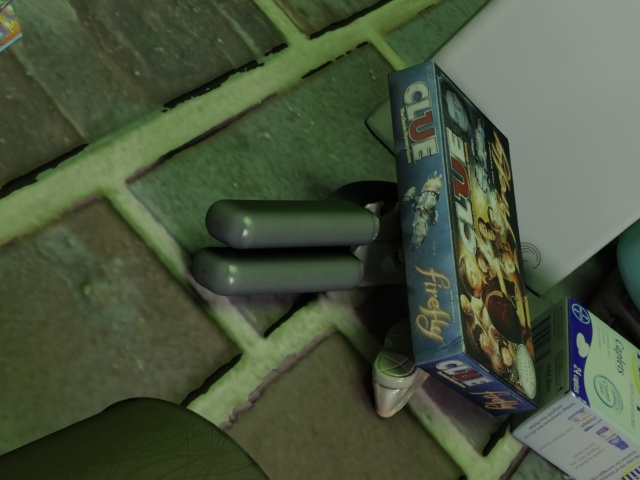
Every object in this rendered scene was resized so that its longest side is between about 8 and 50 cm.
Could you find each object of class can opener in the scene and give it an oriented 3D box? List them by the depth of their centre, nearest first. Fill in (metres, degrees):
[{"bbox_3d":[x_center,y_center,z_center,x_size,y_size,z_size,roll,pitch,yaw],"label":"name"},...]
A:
[{"bbox_3d":[0.000,0.000,1.184,0.093,0.074,0.280,25,17,32],"label":"can opener"}]

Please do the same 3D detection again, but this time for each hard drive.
[{"bbox_3d":[0.237,-0.136,1.330,0.233,0.353,0.047,45,32,-5],"label":"hard drive"}]

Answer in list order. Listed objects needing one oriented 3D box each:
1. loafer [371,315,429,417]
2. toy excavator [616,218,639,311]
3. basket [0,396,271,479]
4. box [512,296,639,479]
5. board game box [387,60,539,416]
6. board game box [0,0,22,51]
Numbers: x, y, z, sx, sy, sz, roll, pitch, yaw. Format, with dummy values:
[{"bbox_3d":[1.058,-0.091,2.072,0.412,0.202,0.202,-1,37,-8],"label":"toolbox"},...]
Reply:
[{"bbox_3d":[0.066,0.095,1.180,0.045,0.039,0.125,18,24,16],"label":"loafer"},{"bbox_3d":[0.388,0.071,1.376,0.445,0.222,0.433,4,50,-54],"label":"toy excavator"},{"bbox_3d":[-0.139,0.182,0.726,0.204,0.154,0.227,42,31,28],"label":"basket"},{"bbox_3d":[0.234,0.139,1.292,0.137,0.072,0.126,36,34,-19],"label":"box"},{"bbox_3d":[0.114,0.001,1.212,0.165,0.042,0.243,35,46,-56],"label":"board game box"},{"bbox_3d":[-0.275,-0.181,1.070,0.133,0.033,0.169,44,31,-6],"label":"board game box"}]
